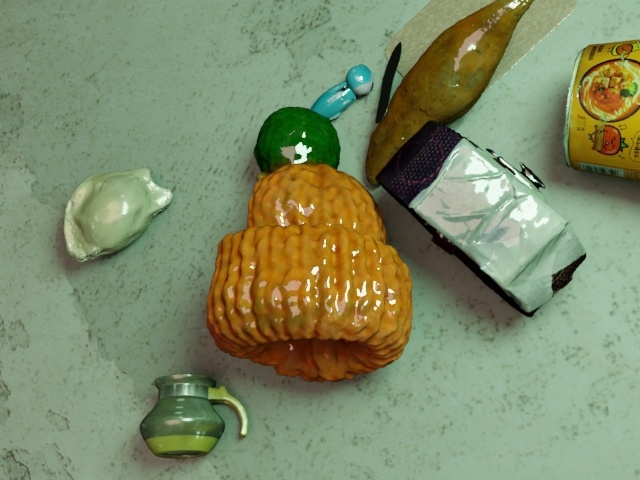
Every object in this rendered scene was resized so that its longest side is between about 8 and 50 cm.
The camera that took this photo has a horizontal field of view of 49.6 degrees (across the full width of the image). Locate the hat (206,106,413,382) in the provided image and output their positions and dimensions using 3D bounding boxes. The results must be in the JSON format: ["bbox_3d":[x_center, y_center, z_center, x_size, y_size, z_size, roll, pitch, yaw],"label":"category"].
[{"bbox_3d":[0.000,0.000,1.024,0.285,0.285,0.400,-4,54,18],"label":"hat"}]

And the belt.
[{"bbox_3d":[0.225,-0.042,0.945,0.289,0.184,0.164,44,92,14],"label":"belt"}]

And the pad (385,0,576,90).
[{"bbox_3d":[0.243,-0.330,1.074,0.266,0.002,0.176,-42,71,9],"label":"pad"}]

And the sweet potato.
[{"bbox_3d":[0.181,-0.229,1.016,0.359,0.112,0.112,-47,69,33],"label":"sweet potato"}]

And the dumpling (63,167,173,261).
[{"bbox_3d":[-0.354,-0.053,1.181,0.199,0.118,0.136,-30,75,-10],"label":"dumpling"}]

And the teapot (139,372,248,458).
[{"bbox_3d":[-0.196,0.273,1.082,0.166,0.130,0.119,4,64,-13],"label":"teapot"}]

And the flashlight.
[{"bbox_3d":[0.029,-0.231,1.110,0.129,0.051,0.051,-34,73,16],"label":"flashlight"}]

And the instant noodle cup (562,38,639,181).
[{"bbox_3d":[0.419,-0.166,0.892,0.172,0.216,0.215,9,85,29],"label":"instant noodle cup"}]

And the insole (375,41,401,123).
[{"bbox_3d":[0.105,-0.244,1.068,0.002,0.053,0.152,22,60,-17],"label":"insole"}]
